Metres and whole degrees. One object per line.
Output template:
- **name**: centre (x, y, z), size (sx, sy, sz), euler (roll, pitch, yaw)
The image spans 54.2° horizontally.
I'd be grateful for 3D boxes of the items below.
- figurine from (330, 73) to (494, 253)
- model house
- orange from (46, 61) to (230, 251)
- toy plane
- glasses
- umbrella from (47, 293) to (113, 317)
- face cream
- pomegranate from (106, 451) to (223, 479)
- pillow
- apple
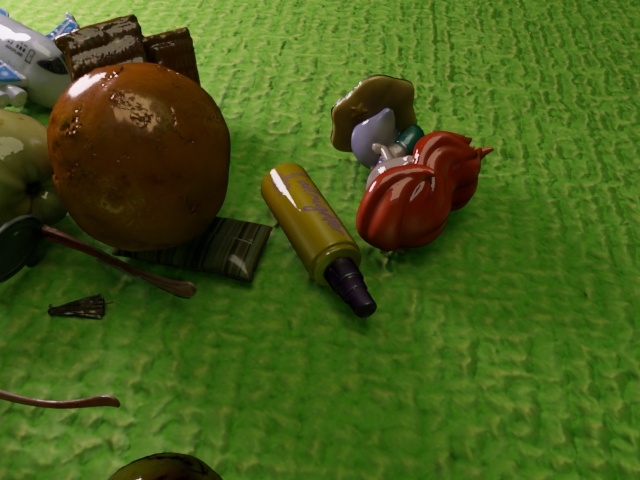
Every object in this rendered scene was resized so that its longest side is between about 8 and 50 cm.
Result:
- **figurine**: centre (0.130, -0.108, 0.924), size (0.208, 0.181, 0.257), euler (12, 44, -34)
- **model house**: centre (-0.287, -0.247, 0.999), size (0.199, 0.229, 0.220), euler (-16, 49, -11)
- **orange**: centre (-0.226, -0.104, 0.795), size (0.240, 0.240, 0.240), euler (2, 45, -2)
- **toy plane**: centre (-0.532, -0.334, 1.114), size (0.267, 0.122, 0.267), euler (13, 55, -19)
- **glasses**: centre (-0.314, 0.100, 0.746), size (0.268, 0.118, 0.234), euler (23, 45, 6)
- **umbrella**: centre (-0.308, 0.086, 0.803), size (0.083, 0.020, 0.031), euler (-5, 84, -9)
- **face cream**: centre (0.000, 0.000, 0.866), size (0.078, 0.078, 0.273), euler (-16, 48, -19)
- **pomegranate**: centre (-0.169, 0.268, 0.539), size (0.220, 0.156, 0.156), euler (-8, 46, -6)
- **pillow**: centre (-0.179, -0.002, 0.885), size (0.203, 0.038, 0.113), euler (10, 45, 7)
- **apple**: centre (-0.437, -0.091, 0.855), size (0.200, 0.200, 0.200), euler (2, 45, -2)
